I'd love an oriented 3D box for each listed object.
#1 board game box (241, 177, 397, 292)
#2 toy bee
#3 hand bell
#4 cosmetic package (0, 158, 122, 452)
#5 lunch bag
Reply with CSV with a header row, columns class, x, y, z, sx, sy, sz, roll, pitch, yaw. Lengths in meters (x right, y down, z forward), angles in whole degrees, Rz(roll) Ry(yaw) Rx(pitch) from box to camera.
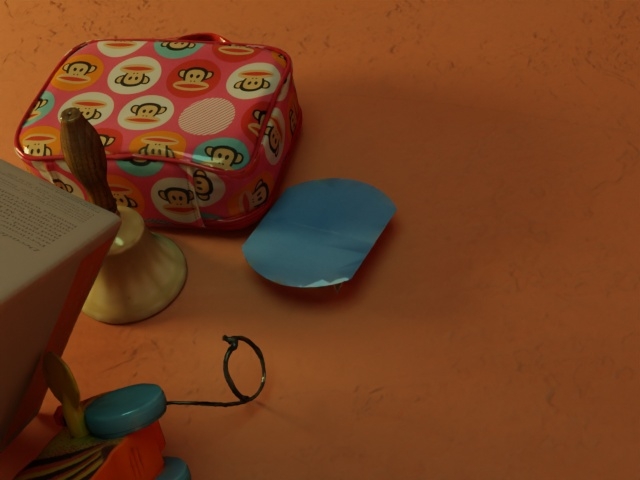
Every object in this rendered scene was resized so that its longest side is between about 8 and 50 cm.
class,x,y,z,sx,sy,sz,roll,pitch,yaw
board game box,0.000,0.000,1.267,0.133,0.033,0.169,13,47,26
toy bee,-0.187,0.191,1.061,0.162,0.298,0.195,-8,85,29
hand bell,-0.219,-0.038,1.192,0.126,0.242,0.126,-5,49,5
cosmetic package,-0.317,0.083,0.942,0.161,0.230,0.453,26,12,-1
lunch bag,-0.174,-0.141,1.357,0.293,0.120,0.258,6,50,15
